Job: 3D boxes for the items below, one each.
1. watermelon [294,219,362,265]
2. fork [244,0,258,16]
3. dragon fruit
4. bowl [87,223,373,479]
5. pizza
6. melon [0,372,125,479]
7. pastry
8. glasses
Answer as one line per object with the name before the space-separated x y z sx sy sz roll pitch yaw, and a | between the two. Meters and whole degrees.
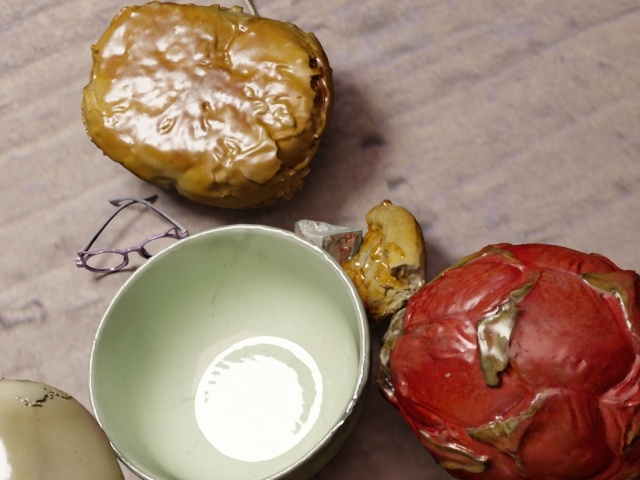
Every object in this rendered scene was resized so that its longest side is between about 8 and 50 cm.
watermelon | 0.000 0.000 1.575 0.085 0.061 0.085 -1 70 3
fork | -0.084 -0.296 1.753 0.028 0.034 0.219 -30 62 5
dragon fruit | 0.223 0.134 1.351 0.343 0.277 0.277 19 69 5
bowl | -0.086 0.148 1.462 0.307 0.163 0.307 -4 64 9
pizza | 0.058 0.031 1.521 0.062 0.161 0.182 27 29 -18
melon | -0.291 0.282 1.316 0.223 0.223 0.317 -21 62 0
pastry | -0.129 -0.162 1.624 0.311 0.162 0.255 22 72 18
glasses | -0.233 -0.025 1.632 0.140 0.062 0.103 -13 61 3
